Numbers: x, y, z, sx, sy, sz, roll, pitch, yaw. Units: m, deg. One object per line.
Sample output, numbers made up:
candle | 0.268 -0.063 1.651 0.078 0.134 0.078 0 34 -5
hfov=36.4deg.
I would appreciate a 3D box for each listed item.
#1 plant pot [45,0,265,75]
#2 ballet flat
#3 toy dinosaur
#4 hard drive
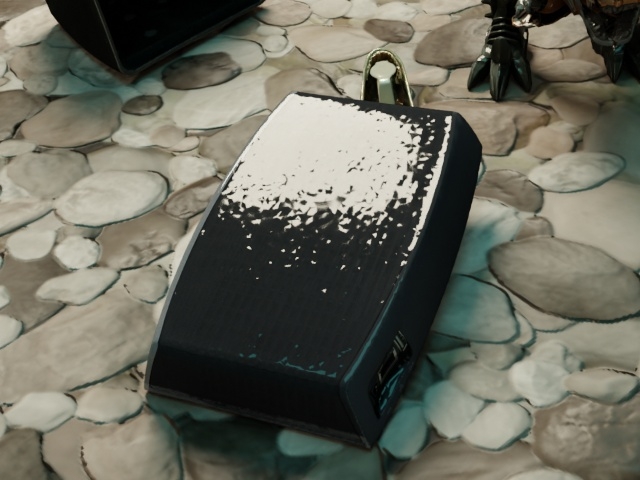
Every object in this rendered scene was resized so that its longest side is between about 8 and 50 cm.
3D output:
plant pot | -0.192 -0.291 0.949 0.187 0.188 0.167 -37 35 -29
ballet flat | 0.050 -0.096 0.770 0.057 0.052 0.168 -7 41 1
toy dinosaur | 0.211 -0.241 0.788 0.164 0.218 0.322 9 44 19
hard drive | 0.000 0.000 0.643 0.172 0.054 0.254 11 53 20
